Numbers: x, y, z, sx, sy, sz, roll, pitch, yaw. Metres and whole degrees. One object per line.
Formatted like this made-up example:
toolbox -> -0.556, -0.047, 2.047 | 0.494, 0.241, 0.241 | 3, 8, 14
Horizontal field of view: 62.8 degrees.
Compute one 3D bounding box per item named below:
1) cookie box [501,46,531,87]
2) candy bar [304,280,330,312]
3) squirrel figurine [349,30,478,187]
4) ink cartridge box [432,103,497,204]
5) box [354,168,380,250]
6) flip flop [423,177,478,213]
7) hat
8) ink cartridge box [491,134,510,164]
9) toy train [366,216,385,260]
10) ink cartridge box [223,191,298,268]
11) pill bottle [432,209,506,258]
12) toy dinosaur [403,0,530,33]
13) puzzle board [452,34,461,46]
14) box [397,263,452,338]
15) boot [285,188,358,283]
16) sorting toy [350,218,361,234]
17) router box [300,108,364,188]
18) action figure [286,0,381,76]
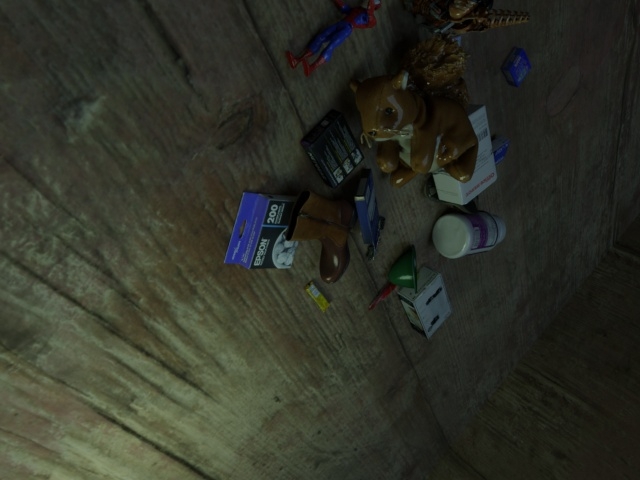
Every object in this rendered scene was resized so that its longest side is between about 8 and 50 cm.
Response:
cookie box -> 0.694, -0.613, 1.858 | 0.107, 0.040, 0.092 | 32, 91, -50
candy bar -> -0.007, 0.183, 1.690 | 0.040, 0.018, 0.161 | -50, 138, -13
squirrel figurine -> 0.255, -0.377, 1.460 | 0.370, 0.281, 0.397 | 27, 80, -39
ink cartridge box -> 0.468, -0.287, 1.747 | 0.198, 0.114, 0.273 | -35, 122, -24
box -> 0.146, -0.088, 1.602 | 0.136, 0.036, 0.225 | -73, 155, -44
flip flop -> 0.470, -0.162, 1.897 | 0.277, 0.080, 0.112 | 8, 83, -31
hat -> 0.254, 0.119, 1.902 | 0.173, 0.183, 0.209 | 69, 21, -50
ink cartridge box -> 0.619, -0.305, 1.956 | 0.207, 0.046, 0.097 | -35, 148, -27
toy train -> 0.187, -0.006, 1.756 | 0.036, 0.027, 0.158 | -12, 123, -52
ink cartridge box -> -0.140, -0.022, 1.412 | 0.208, 0.045, 0.206 | 1, 114, -43
pill bottle -> 0.582, -0.030, 2.019 | 0.301, 0.169, 0.169 | -7, 119, -42
toy dinosaur -> 0.373, -0.599, 1.334 | 0.218, 0.322, 0.164 | -54, 169, -5
puzzle board -> 0.399, -0.560, 1.626 | 0.096, 0.011, 0.128 | -27, 130, -31
box -> 0.422, 0.247, 2.098 | 0.169, 0.087, 0.290 | -45, 138, -13
boot -> 0.000, 0.000, 1.475 | 0.280, 0.096, 0.264 | 3, 112, -60
sorting toy -> 0.128, -0.061, 1.673 | 0.062, 0.012, 0.083 | 15, 104, -50
router box -> 0.037, -0.247, 1.440 | 0.133, 0.046, 0.179 | -47, 138, -11
action figure -> 0.042, -0.523, 1.233 | 0.280, 0.091, 0.139 | -41, 149, -18
